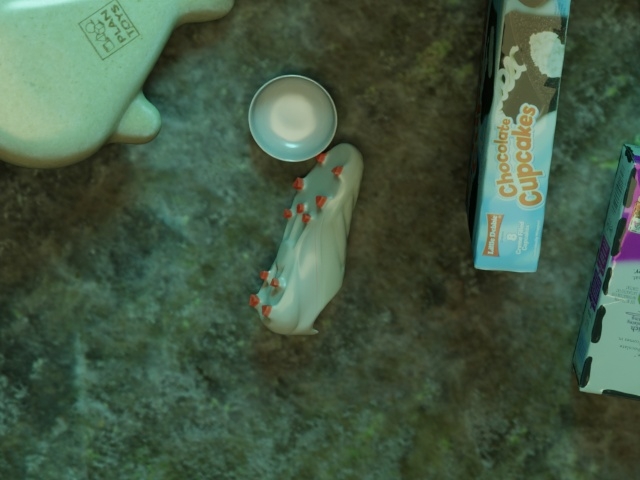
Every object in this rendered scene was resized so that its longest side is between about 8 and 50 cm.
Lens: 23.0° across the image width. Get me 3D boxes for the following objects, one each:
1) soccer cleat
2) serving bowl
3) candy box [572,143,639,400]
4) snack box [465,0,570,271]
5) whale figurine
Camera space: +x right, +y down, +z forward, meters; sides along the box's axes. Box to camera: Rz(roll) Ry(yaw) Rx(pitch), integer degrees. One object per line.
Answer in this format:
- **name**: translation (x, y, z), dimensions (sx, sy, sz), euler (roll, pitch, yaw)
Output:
- **soccer cleat**: translation (0.000, 0.000, 1.498), dimensions (0.076, 0.068, 0.196), euler (17, 104, -33)
- **serving bowl**: translation (-0.025, -0.117, 1.473), dimensions (0.083, 0.027, 0.083), euler (1, 108, 3)
- **candy box**: translation (0.341, 0.038, 1.484), dimensions (0.159, 0.071, 0.233), euler (10, 108, -1)
- **snack box**: translation (0.172, -0.153, 1.367), dimensions (0.060, 0.187, 0.321), euler (5, 108, 1)
- **whale figurine**: translation (-0.215, -0.182, 1.424), dimensions (0.272, 0.141, 0.216), euler (-38, 105, -11)
